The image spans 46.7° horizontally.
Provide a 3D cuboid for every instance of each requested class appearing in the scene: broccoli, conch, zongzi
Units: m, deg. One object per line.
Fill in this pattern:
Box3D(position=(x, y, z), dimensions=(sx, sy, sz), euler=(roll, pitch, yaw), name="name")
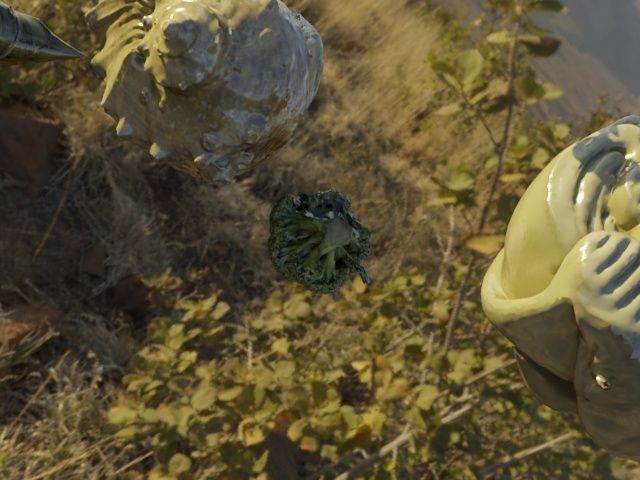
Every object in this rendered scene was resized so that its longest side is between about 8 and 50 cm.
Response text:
Box3D(position=(0.000, 0.000, 0.904), dimensions=(0.130, 0.120, 0.131), euler=(0, 79, -19), name="broccoli")
Box3D(position=(-0.155, -0.176, 0.892), dimensions=(0.297, 0.210, 0.352), euler=(32, -19, 13), name="conch")
Box3D(position=(-0.535, -0.313, 1.228), dimensions=(0.204, 0.205, 0.094), euler=(16, 62, -48), name="zongzi")

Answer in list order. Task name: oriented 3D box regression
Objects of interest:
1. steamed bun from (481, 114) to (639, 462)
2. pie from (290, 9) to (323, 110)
Box3D(position=(0.341, 0.075, 0.812), dimensions=(0.367, 0.255, 0.342), euler=(46, 53, -1), name="steamed bun")
Box3D(position=(-0.147, -0.304, 1.416), dimensions=(0.337, 0.338, 0.075), euler=(68, 10, 24), name="pie")
